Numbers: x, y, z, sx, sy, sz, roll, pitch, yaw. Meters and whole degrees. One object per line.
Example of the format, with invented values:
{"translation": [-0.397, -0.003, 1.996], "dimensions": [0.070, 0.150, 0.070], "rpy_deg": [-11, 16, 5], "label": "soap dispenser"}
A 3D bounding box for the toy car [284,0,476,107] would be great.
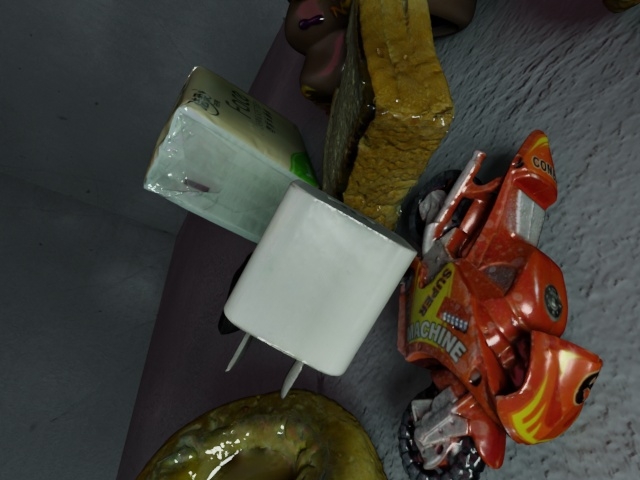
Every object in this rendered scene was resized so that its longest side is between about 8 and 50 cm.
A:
{"translation": [0.083, -0.343, 0.653], "dimensions": [0.340, 0.271, 0.241], "rpy_deg": [13, 105, 59], "label": "toy car"}

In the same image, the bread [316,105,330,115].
{"translation": [0.049, -0.344, 0.905], "dimensions": [0.160, 0.073, 0.161], "rpy_deg": [-46, 32, 39], "label": "bread"}

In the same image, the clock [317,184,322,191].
{"translation": [0.000, 0.000, 0.752], "dimensions": [0.215, 0.041, 0.215], "rpy_deg": [-46, 32, 41], "label": "clock"}

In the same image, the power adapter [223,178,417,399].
{"translation": [-0.018, 0.060, 0.416], "dimensions": [0.205, 0.130, 0.125], "rpy_deg": [-59, 4, 9], "label": "power adapter"}

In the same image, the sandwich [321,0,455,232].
{"translation": [0.061, -0.144, 0.536], "dimensions": [0.273, 0.095, 0.249], "rpy_deg": [104, 167, -59], "label": "sandwich"}

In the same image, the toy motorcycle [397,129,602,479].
{"translation": [0.136, 0.053, 0.359], "dimensions": [0.171, 0.089, 0.298], "rpy_deg": [-32, 41, 52], "label": "toy motorcycle"}

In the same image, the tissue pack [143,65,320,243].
{"translation": [-0.189, -0.201, 0.972], "dimensions": [0.205, 0.331, 0.405], "rpy_deg": [-53, 27, 20], "label": "tissue pack"}

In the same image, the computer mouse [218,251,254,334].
{"translation": [-0.166, 0.123, 0.958], "dimensions": [0.122, 0.073, 0.217], "rpy_deg": [-45, 26, 37], "label": "computer mouse"}

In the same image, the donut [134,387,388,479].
{"translation": [-0.063, 0.256, 0.413], "dimensions": [0.208, 0.261, 0.128], "rpy_deg": [-127, 20, -56], "label": "donut"}

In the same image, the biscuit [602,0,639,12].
{"translation": [0.240, -0.293, 0.322], "dimensions": [0.042, 0.226, 0.226], "rpy_deg": [-1, 64, 30], "label": "biscuit"}
